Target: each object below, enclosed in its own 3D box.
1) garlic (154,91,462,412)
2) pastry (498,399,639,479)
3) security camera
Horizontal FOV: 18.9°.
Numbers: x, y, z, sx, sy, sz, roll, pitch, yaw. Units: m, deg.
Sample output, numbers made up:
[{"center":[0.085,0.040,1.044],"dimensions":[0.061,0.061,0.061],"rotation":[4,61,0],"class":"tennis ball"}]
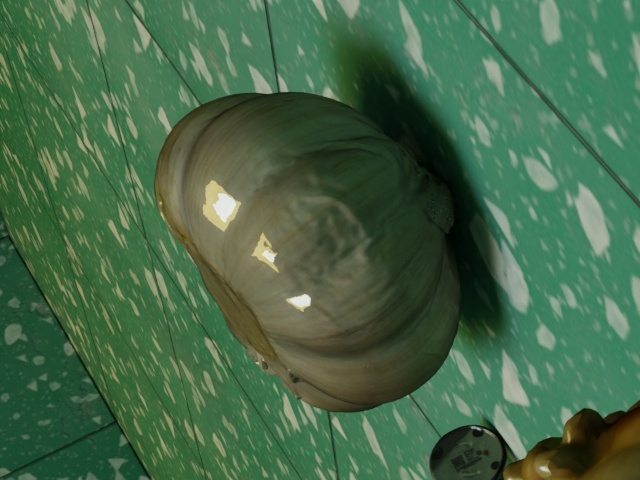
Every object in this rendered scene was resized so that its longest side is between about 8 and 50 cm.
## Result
[{"center":[0.001,0.000,1.223],"dimensions":[0.228,0.152,0.228],"rotation":[42,160,19],"class":"garlic"},{"center":[0.128,0.204,0.620],"dimensions":[0.245,0.409,0.410],"rotation":[35,150,37],"class":"pastry"},{"center":[0.114,0.176,1.350],"dimensions":[0.058,0.058,0.092],"rotation":[52,174,40],"class":"security camera"}]
